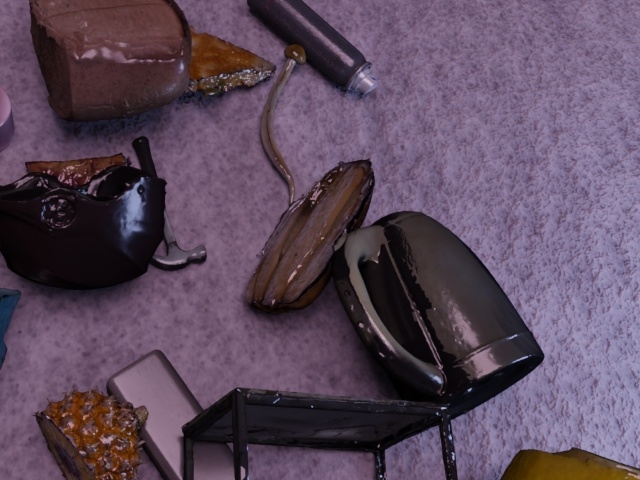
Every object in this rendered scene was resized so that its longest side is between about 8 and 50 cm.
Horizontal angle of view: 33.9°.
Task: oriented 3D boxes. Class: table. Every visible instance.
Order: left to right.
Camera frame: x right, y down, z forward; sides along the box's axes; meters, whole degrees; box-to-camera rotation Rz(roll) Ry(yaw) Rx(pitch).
[{"bbox_3d":[-0.001,0.375,1.448,0.334,0.222,0.272,8,63,-25],"label":"table"}]

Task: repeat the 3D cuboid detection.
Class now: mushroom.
[{"bbox_3d":[-0.067,-0.208,1.839,0.068,0.043,0.306,-1,69,19],"label":"mushroom"}]

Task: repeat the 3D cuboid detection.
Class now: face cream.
[{"bbox_3d":[-0.010,-0.368,1.909,0.283,0.073,0.073,42,63,7],"label":"face cream"}]

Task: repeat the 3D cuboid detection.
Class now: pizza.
[{"bbox_3d":[-0.173,-0.307,1.854,0.195,0.052,0.185,6,48,-19],"label":"pizza"}]

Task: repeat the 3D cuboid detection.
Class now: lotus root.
[{"bbox_3d":[0.001,0.000,1.726,0.329,0.167,0.078,-57,131,-28],"label":"lotus root"}]

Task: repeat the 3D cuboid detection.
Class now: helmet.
[{"bbox_3d":[-0.376,-0.013,1.583,0.305,0.225,0.177,-9,104,-18],"label":"helmet"}]

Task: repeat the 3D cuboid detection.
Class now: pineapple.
[{"bbox_3d":[-0.304,0.276,1.493,0.136,0.161,0.176,-31,80,-30],"label":"pineapple"}]

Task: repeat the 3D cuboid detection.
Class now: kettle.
[{"bbox_3d":[0.146,0.103,1.629,0.320,0.228,0.324,-4,58,-49],"label":"kettle"}]

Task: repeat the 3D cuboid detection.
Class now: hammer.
[{"bbox_3d":[-0.273,-0.064,1.730,0.103,0.029,0.246,-14,69,-20],"label":"hammer"}]

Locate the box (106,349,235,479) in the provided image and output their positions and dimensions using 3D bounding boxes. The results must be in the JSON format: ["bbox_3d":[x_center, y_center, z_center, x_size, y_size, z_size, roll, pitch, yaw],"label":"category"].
[{"bbox_3d":[-0.216,0.287,1.565,0.103,0.055,0.244,-31,76,-24],"label":"box"}]

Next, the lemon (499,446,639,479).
[{"bbox_3d":[0.391,0.482,1.484,0.364,0.364,0.364,6,65,-12],"label":"lemon"}]

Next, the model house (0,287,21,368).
[{"bbox_3d":[-0.591,0.152,1.464,0.261,0.226,0.241,16,92,-4],"label":"model house"}]

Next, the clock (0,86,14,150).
[{"bbox_3d":[-0.591,-0.112,1.641,0.275,0.080,0.290,-23,74,-22],"label":"clock"}]

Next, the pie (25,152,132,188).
[{"bbox_3d":[-0.388,-0.103,1.713,0.169,0.034,0.092,-11,65,-19],"label":"pie"}]

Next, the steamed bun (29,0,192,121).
[{"bbox_3d":[-0.351,-0.301,1.724,0.251,0.199,0.301,-7,43,-26],"label":"steamed bun"}]
